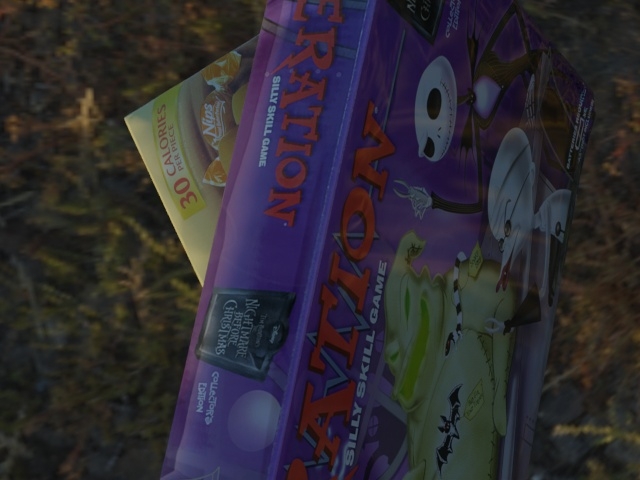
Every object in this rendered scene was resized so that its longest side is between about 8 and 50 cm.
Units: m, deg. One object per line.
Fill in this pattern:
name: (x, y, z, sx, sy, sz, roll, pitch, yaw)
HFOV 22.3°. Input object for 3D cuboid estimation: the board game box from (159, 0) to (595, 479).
board game box: (0.019, 0.072, 0.571, 0.056, 0.208, 0.347, 4, 76, 33)

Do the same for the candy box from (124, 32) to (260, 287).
candy box: (0.000, 0.000, 1.250, 0.183, 0.087, 0.316, -30, 77, 16)
